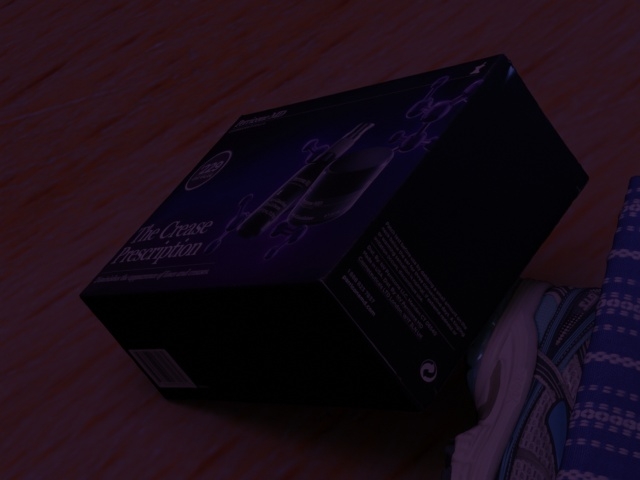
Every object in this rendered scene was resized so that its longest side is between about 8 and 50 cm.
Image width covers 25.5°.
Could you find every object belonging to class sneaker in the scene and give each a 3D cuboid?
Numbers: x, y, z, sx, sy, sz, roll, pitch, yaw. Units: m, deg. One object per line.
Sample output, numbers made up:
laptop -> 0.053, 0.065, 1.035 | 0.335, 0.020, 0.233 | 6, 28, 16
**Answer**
sneaker -> 0.130, 0.122, 0.716 | 0.122, 0.110, 0.283 | -4, 45, 16

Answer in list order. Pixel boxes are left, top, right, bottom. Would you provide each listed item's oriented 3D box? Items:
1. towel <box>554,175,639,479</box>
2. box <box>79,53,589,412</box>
towel -> 0.237, 0.115, 0.671 | 0.243, 0.040, 0.336 | 15, 49, 9
box -> 0.000, 0.000, 0.844 | 0.261, 0.103, 0.184 | -6, 36, 53
